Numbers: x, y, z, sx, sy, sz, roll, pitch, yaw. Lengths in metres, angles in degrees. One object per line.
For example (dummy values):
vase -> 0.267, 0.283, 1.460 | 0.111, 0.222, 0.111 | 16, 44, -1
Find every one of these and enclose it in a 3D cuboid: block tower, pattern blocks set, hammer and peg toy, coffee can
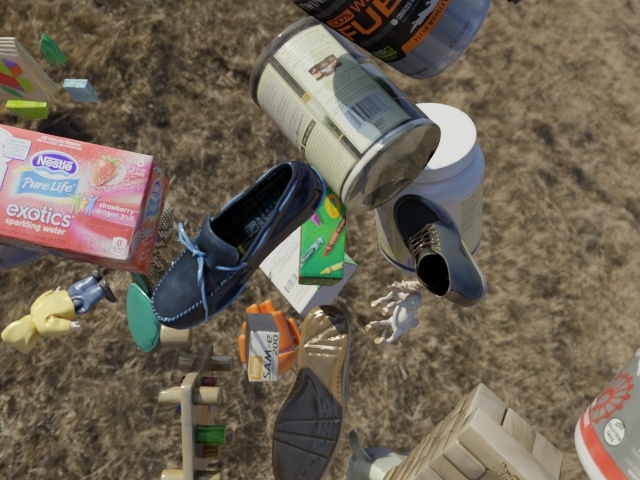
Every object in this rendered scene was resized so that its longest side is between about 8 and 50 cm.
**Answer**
block tower -> 0.063, 0.261, 0.564 | 0.091, 0.335, 0.097 | 41, 29, 8
pattern blocks set -> -0.569, -0.293, 1.155 | 0.285, 0.324, 0.026 | 53, 40, -60
hammer and peg toy -> -0.255, 0.325, 1.429 | 0.266, 0.127, 0.362 | -86, 176, -80
coffee can -> 0.038, -0.211, 1.130 | 0.201, 0.202, 0.275 | -14, 58, -48

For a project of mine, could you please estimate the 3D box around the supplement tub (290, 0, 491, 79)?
supplement tub -> 0.072, -0.383, 0.953 | 0.315, 0.193, 0.194 | 24, 47, -27

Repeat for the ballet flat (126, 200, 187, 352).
ballet flat -> -0.361, 0.088, 1.532 | 0.182, 0.483, 0.164 | -32, 61, -28

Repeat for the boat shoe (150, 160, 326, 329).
boat shoe -> -0.113, -0.005, 0.781 | 0.109, 0.258, 0.089 | 43, 4, 23

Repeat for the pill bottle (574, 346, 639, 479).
pill bottle -> 0.434, 0.128, 0.641 | 0.210, 0.363, 0.210 | 24, 24, -11

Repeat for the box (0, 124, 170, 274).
box -> -0.384, -0.061, 0.946 | 0.299, 0.142, 0.154 | 11, 79, -1

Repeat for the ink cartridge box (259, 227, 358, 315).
ink cartridge box -> -0.055, 0.062, 2.086 | 0.121, 0.211, 0.289 | 13, 28, -52

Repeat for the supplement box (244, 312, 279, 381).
supplement box -> -0.074, 0.132, 0.844 | 0.036, 0.098, 0.062 | 2, 99, -10

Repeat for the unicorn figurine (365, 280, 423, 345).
unicorn figurine -> 0.125, 0.121, 1.073 | 0.111, 0.162, 0.060 | -16, 63, -31

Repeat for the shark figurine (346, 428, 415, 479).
shark figurine -> 0.135, 0.332, 0.895 | 0.116, 0.166, 0.278 | -24, 32, -24

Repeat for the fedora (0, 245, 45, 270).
fedora -> -0.554, -0.034, 1.197 | 0.124, 0.244, 0.275 | 28, 42, 9

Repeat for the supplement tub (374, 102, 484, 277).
supplement tub -> 0.226, -0.100, 1.418 | 0.325, 0.235, 0.236 | 77, 10, -48

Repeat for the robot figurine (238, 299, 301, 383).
robot figurine -> -0.142, 0.280, 1.867 | 0.158, 0.128, 0.220 | -6, 75, -61

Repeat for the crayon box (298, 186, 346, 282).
crayon box -> 0.000, 0.000, 1.304 | 0.081, 0.278, 0.166 | 3, 83, -2

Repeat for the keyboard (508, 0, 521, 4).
keyboard -> 0.153, -0.321, 0.703 | 0.180, 0.023, 0.108 | 48, 29, -2

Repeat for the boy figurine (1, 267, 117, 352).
boy figurine -> -0.673, 0.192, 1.730 | 0.285, 0.092, 0.177 | -36, 48, -21

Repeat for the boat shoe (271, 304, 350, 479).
boat shoe -> 0.001, 0.297, 1.244 | 0.110, 0.121, 0.341 | 58, 45, -66

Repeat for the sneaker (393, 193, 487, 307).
sneaker -> 0.168, 0.001, 1.040 | 0.118, 0.083, 0.222 | 17, 33, -53
